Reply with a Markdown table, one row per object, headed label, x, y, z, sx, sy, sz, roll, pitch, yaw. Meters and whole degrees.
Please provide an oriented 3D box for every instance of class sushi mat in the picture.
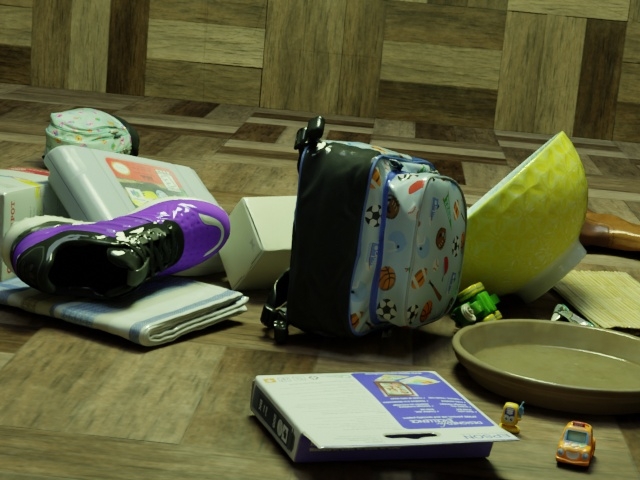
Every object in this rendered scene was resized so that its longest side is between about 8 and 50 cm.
| label | x | y | z | sx | sy | sz | roll | pitch | yaw |
| --- | --- | --- | --- | --- | --- | --- | --- | --- | --- |
| sushi mat | 0.425 | 0.088 | 1.982 | 0.151 | 0.019 | 0.316 | 4 | 13 | -9 |

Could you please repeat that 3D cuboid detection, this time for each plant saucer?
| label | x | y | z | sx | sy | sz | roll | pitch | yaw |
| --- | --- | --- | --- | --- | --- | --- | --- | --- | --- |
| plant saucer | 0.291 | 0.147 | 1.611 | 0.278 | 0.041 | 0.278 | 4 | 12 | -1 |

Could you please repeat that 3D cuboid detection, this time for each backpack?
| label | x | y | z | sx | sy | sz | roll | pitch | yaw |
| --- | --- | --- | --- | --- | --- | --- | --- | --- | --- |
| backpack | -0.464 | -0.198 | 2.713 | 0.152 | 0.115 | 0.182 | 16 | 19 | 33 |
| backpack | 0.072 | -0.003 | 1.740 | 0.213 | 0.276 | 0.263 | 14 | 8 | 17 |

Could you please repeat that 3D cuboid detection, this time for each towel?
| label | x | y | z | sx | sy | sz | roll | pitch | yaw |
| --- | --- | --- | --- | --- | --- | --- | --- | --- | --- |
| towel | -0.260 | 0.076 | 1.733 | 0.285 | 0.034 | 0.209 | 10 | 15 | 31 |

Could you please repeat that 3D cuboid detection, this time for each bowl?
| label | x | y | z | sx | sy | sz | roll | pitch | yaw |
| --- | --- | --- | --- | --- | --- | --- | --- | --- | --- |
| bowl | 0.283 | -0.004 | 1.954 | 0.156 | 0.289 | 0.289 | 50 | 19 | 2 |

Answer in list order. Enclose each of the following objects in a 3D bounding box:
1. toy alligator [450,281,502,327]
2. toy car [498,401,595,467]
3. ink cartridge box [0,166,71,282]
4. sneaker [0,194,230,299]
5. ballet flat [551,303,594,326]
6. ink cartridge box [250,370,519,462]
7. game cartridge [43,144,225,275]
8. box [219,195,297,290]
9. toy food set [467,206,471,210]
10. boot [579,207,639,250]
| label | x | y | z | sx | sy | sz | roll | pitch | yaw |
| --- | --- | --- | --- | --- | --- | --- | --- | --- | --- |
| toy alligator | 0.191 | 0.094 | 1.777 | 0.051 | 0.056 | 0.190 | -34 | -7 | 18 |
| toy car | 0.223 | 0.190 | 1.382 | 0.122 | 0.040 | 0.060 | 14 | 15 | 34 |
| ink cartridge box | -0.429 | -0.024 | 1.894 | 0.127 | 0.128 | 0.176 | 11 | 13 | 25 |
| sneaker | -0.234 | 0.021 | 1.709 | 0.293 | 0.102 | 0.146 | -10 | 21 | -25 |
| ballet flat | 0.321 | 0.111 | 1.800 | 0.041 | 0.041 | 0.114 | 2 | 11 | -14 |
| ink cartridge box | 0.058 | 0.180 | 1.350 | 0.206 | 0.045 | 0.208 | 1 | 12 | -19 |
| game cartridge | -0.234 | -0.036 | 1.932 | 0.294 | 0.060 | 0.196 | 7 | 44 | -54 |
| box | 0.000 | 0.000 | 1.945 | 0.275 | 0.113 | 0.094 | -2 | 58 | -34 |
| toy food set | 0.148 | -0.036 | 2.290 | 0.306 | 0.092 | 0.220 | 18 | 1 | 43 |
| boot | 0.483 | 0.002 | 2.326 | 0.280 | 0.096 | 0.264 | 17 | 8 | 18 |
